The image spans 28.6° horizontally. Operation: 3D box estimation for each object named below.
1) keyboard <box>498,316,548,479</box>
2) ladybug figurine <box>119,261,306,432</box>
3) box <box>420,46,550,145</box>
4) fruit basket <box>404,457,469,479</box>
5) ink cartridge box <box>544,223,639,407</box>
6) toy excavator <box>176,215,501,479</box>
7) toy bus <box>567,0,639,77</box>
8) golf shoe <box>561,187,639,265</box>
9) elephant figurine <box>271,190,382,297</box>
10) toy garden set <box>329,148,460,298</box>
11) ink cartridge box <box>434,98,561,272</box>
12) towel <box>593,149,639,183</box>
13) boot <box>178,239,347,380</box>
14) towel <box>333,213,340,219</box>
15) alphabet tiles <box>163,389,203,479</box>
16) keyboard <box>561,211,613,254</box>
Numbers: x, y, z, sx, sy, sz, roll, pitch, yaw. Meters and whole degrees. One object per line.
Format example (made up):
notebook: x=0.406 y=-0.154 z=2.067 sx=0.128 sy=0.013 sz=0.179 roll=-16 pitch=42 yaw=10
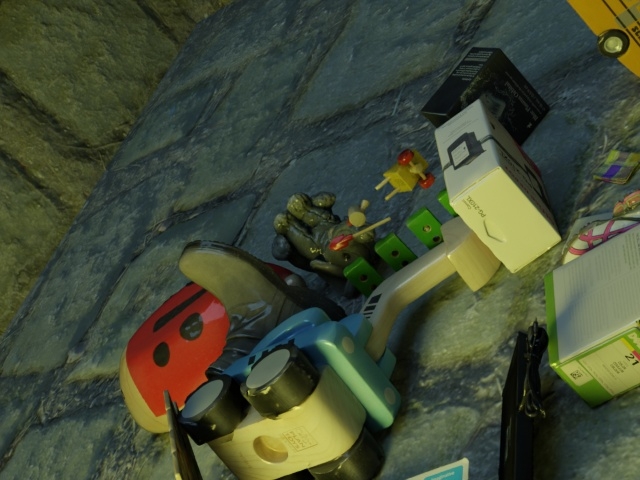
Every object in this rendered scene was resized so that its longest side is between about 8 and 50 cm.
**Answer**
keyboard: x=0.253 y=0.227 z=1.561 sx=0.317 sy=0.033 sz=0.201 roll=-77 pitch=-4 yaw=-54
ladybug figurine: x=-0.217 y=0.181 z=2.367 sx=0.449 sy=0.162 sz=0.305 roll=-38 pitch=25 yaw=18
box: x=0.289 y=-0.229 z=2.195 sx=0.158 sy=0.156 sz=0.093 roll=-51 pitch=26 yaw=-10
fruit basket: x=0.033 y=0.449 z=1.519 sx=0.327 sy=0.165 sz=0.353 roll=-28 pitch=38 yaw=34
ink cartridge box: x=0.418 y=0.073 z=1.596 sx=0.255 sy=0.097 sz=0.189 roll=-31 pitch=28 yaw=27
toy excavator: x=0.046 y=0.164 z=1.951 sx=0.433 sy=0.222 sz=0.445 roll=-26 pitch=22 yaw=35
toy bus: x=0.454 y=-0.400 z=1.977 sx=0.130 sy=0.333 sz=0.108 roll=-34 pitch=27 yaw=27
golf shoe: x=0.410 y=0.006 z=1.744 sx=0.186 sy=0.067 sz=0.086 roll=-44 pitch=52 yaw=39
elephant figurine: x=0.037 y=0.017 z=2.245 sx=0.239 sy=0.186 sz=0.169 roll=24 pitch=107 yaw=38
toy garden set: x=0.132 y=-0.024 z=2.071 sx=0.244 sy=0.204 sz=0.049 roll=-39 pitch=24 yaw=14
ink cartridge box: x=0.276 y=-0.089 z=1.977 sx=0.100 sy=0.172 sz=0.237 roll=-36 pitch=26 yaw=19
towel: x=0.459 y=-0.114 z=1.922 sx=0.060 sy=0.009 sz=0.083 roll=-51 pitch=25 yaw=-9
boot: x=-0.140 y=0.148 z=2.144 sx=0.338 sy=0.118 sz=0.222 roll=24 pitch=61 yaw=17
towel: x=0.000 y=0.000 z=2.460 sx=0.067 sy=0.029 sz=0.119 roll=-26 pitch=31 yaw=36
alphabet tiles: x=-0.183 y=0.396 z=1.866 sx=0.011 sy=0.285 sz=0.342 roll=-17 pitch=26 yaw=-3
keyboard: x=0.453 y=-0.023 z=1.791 sx=0.256 sy=0.014 sz=0.072 roll=-12 pitch=36 yaw=51
